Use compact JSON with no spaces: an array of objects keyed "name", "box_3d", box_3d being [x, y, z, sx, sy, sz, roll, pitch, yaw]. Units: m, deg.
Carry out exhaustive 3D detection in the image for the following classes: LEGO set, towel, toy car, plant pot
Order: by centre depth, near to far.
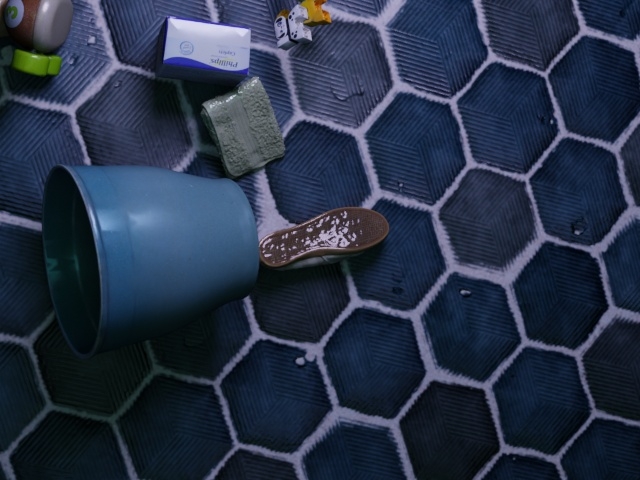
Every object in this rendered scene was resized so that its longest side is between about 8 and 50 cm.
[{"name":"toy car","box_3d":[-0.456,-0.332,1.665,0.188,0.149,0.155,15,98,-2]},{"name":"plant pot","box_3d":[-0.236,0.014,1.668,0.255,0.272,0.271,-8,93,-28]},{"name":"towel","box_3d":[-0.114,-0.168,1.765,0.110,0.027,0.148,-30,130,-12]},{"name":"LEGO set","box_3d":[-0.049,-0.371,1.776,0.087,0.093,0.227,16,56,-46]}]

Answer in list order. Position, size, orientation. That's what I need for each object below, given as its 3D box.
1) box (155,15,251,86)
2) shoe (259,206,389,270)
[{"name":"box","box_3d":[-0.174,-0.277,1.723,0.126,0.137,0.072,6,89,-13]},{"name":"shoe","box_3d":[0.000,0.000,1.818,0.219,0.058,0.076,-12,74,-16]}]
